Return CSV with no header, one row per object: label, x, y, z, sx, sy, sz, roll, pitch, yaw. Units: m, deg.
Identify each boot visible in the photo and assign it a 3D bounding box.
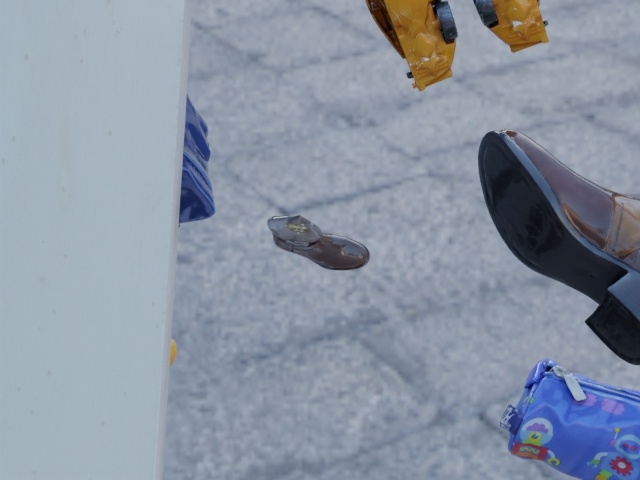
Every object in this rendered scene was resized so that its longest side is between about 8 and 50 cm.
boot,0.000,0.000,1.329,0.107,0.037,0.114,10,-10,0
boot,0.318,-0.048,1.279,0.280,0.096,0.264,-31,67,-30

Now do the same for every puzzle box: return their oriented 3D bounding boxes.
puzzle box,-0.197,-0.027,0.610,0.272,0.408,0.052,6,16,-1

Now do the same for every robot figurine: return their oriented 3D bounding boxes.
robot figurine,0.107,-0.303,1.295,0.211,0.291,0.085,-20,22,6

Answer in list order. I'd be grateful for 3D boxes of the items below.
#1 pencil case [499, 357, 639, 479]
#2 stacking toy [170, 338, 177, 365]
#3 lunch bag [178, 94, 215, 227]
pencil case,0.355,0.219,1.476,0.306,0.133,0.119,17,43,11
stacking toy,-0.295,0.243,1.980,0.166,0.302,0.175,21,37,-25
lunch bag,-0.099,-0.041,0.761,0.067,0.098,0.065,-9,69,9
